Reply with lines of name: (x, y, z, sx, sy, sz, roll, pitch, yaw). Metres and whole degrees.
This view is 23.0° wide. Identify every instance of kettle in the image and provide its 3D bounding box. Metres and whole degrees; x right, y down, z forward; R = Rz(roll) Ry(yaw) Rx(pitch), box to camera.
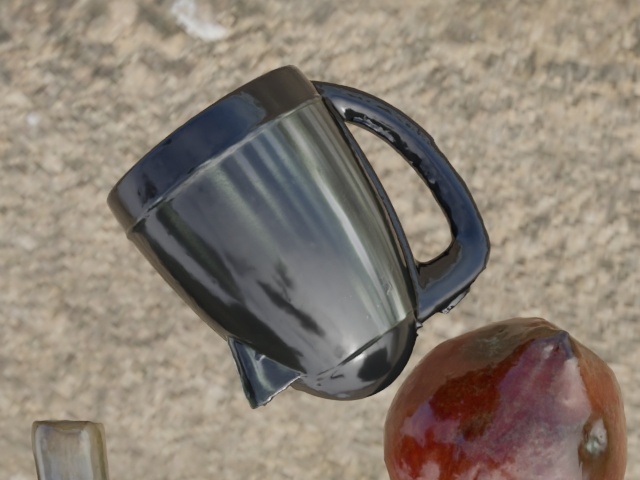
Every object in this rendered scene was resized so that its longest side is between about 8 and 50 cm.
kettle: (-0.014, 0.010, 1.358, 0.207, 0.251, 0.271, -38, 85, 37)

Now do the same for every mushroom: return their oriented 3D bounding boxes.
mushroom: (-0.194, 0.251, 1.306, 0.207, 0.207, 0.215, -14, 84, 23)

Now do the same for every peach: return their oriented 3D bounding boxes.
peach: (0.184, 0.180, 1.484, 0.232, 0.232, 0.256, 21, 137, 3)
